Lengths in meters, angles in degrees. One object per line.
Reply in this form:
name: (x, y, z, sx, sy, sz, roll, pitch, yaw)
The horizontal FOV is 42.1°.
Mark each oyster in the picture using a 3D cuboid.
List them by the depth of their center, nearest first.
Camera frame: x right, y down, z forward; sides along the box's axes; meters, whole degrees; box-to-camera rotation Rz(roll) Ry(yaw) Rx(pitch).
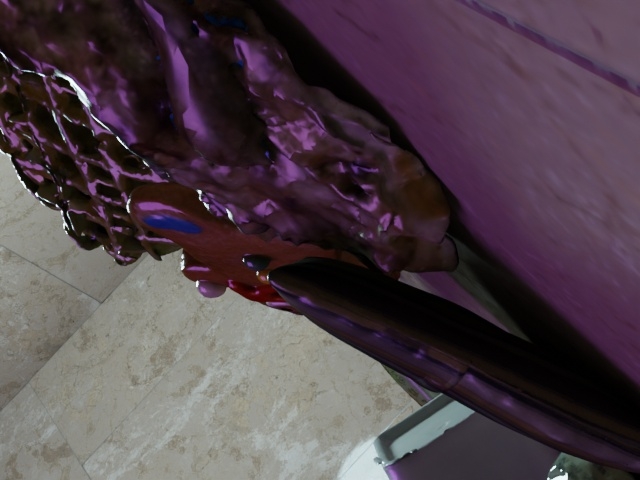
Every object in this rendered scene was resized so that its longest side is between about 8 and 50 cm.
oyster: (-0.036, -0.051, 0.387, 0.223, 0.083, 0.214, 36, 178, 18)

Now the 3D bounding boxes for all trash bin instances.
trash bin: (0.254, 0.343, 0.993, 0.368, 0.296, 0.256, 57, 180, 1)

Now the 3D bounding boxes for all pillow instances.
pillow: (0.071, 0.061, 0.480, 0.208, 0.052, 0.212, 24, -179, 1)

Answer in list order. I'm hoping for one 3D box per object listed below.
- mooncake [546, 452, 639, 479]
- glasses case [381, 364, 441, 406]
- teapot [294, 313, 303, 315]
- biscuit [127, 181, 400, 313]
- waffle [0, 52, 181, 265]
mooncake: (0.267, 0.244, 0.717, 0.130, 0.073, 0.125, 42, 177, -32)
glasses case: (0.238, 0.259, 1.198, 0.425, 0.098, 0.156, 43, -177, -7)
teapot: (0.000, 0.059, 1.339, 0.165, 0.130, 0.119, 12, -158, 15)
biscuit: (-0.031, 0.026, 0.746, 0.205, 0.049, 0.324, 3, 164, 8)
waffle: (-0.210, -0.102, 0.758, 0.317, 0.073, 0.297, 44, 140, -17)
